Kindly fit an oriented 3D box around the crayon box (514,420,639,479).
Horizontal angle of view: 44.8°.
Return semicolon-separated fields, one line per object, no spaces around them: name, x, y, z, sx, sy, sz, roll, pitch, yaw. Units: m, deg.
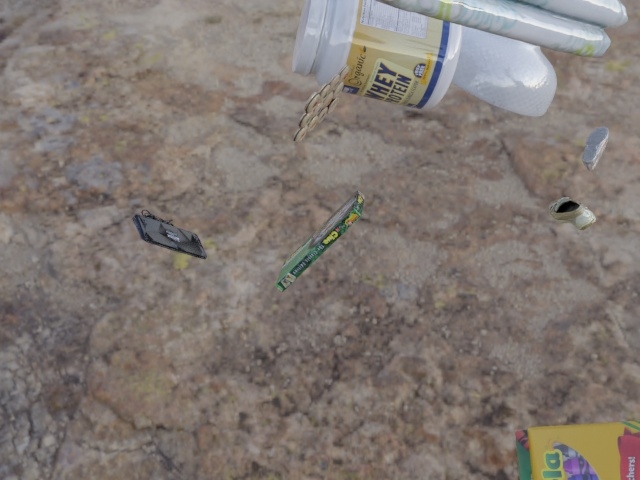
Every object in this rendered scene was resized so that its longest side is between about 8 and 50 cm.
crayon box;0.380;0.325;0.954;0.319;0.202;0.081;-16;-20;38

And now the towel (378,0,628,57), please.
towel;0.124;-0.316;0.896;0.375;0.090;0.320;2;25;-34

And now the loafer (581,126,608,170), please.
loafer;0.665;-0.222;1.880;0.045;0.039;0.125;10;54;38

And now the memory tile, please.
memory tile;0.003;-0.239;1.358;0.012;0.113;0.148;34;48;7

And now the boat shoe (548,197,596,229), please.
boat shoe;0.497;-0.063;1.558;0.056;0.048;0.153;-39;17;6

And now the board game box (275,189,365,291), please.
board game box;0.000;0.000;1.759;0.030;0.260;0.136;41;21;-12

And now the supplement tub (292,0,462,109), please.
supplement tub;0.113;-0.413;1.627;0.316;0.228;0.228;11;33;-9

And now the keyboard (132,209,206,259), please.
keyboard;-0.336;-0.007;1.694;0.038;0.192;0.100;-39;57;20

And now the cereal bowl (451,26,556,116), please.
cereal bowl;0.421;-0.439;1.861;0.339;0.141;0.339;19;29;-11
